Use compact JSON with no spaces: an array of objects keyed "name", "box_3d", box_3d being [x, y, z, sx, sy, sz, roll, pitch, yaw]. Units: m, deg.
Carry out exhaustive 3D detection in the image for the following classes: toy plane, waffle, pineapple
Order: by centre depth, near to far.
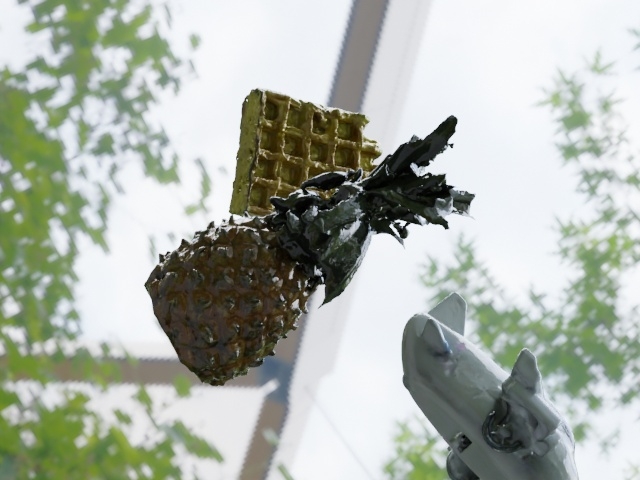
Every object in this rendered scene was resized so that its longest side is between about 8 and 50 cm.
[{"name":"pineapple","box_3d":[-0.002,-0.001,1.474,0.166,0.364,0.165,57,5,-7]},{"name":"toy plane","box_3d":[0.185,0.185,1.603,0.267,0.122,0.267,44,-25,26]},{"name":"waffle","box_3d":[-0.004,-0.095,1.825,0.055,0.210,0.161,0,-97,60]}]
